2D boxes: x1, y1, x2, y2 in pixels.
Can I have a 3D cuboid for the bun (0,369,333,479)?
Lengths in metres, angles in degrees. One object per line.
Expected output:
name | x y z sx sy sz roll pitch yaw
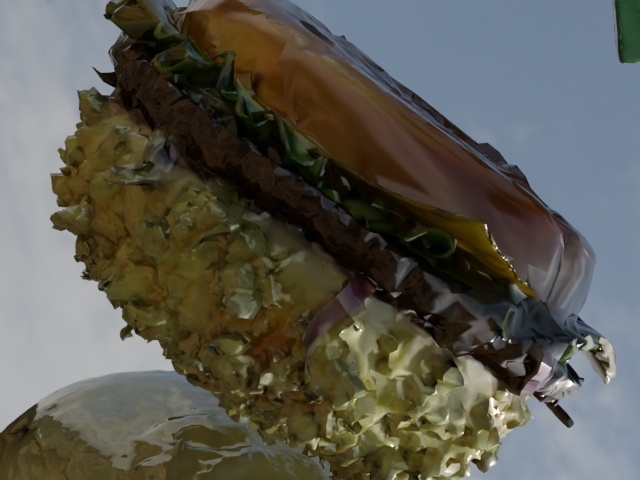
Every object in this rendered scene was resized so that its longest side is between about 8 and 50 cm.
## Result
bun | -0.021 0.222 0.846 0.364 0.202 0.364 38 -41 43

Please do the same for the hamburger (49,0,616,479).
hamburger | 0.000 0.000 0.683 0.243 0.262 0.138 42 -81 31

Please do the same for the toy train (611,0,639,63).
toy train | 0.283 -0.222 1.079 0.202 0.266 0.145 -93 174 -60
